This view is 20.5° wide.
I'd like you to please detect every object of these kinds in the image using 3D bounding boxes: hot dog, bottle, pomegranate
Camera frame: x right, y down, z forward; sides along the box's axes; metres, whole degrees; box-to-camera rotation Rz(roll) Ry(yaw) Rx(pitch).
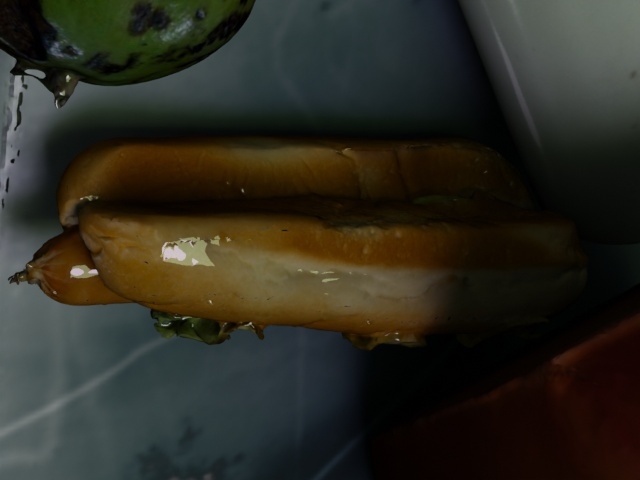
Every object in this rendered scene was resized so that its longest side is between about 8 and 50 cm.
[{"bbox_3d":[0.000,0.000,0.742,0.269,0.109,0.072,0,123,-31],"label":"hot dog"},{"bbox_3d":[0.108,-0.115,0.752,0.104,0.104,0.245,-37,130,-10],"label":"bottle"},{"bbox_3d":[-0.078,-0.127,0.626,0.122,0.122,0.161,0,88,-33],"label":"pomegranate"}]

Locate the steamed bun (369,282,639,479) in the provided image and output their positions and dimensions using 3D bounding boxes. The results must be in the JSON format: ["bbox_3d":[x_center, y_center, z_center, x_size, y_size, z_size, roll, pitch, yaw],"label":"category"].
[{"bbox_3d":[0.182,0.137,0.765,0.235,0.379,0.248,-29,84,-15],"label":"steamed bun"}]
